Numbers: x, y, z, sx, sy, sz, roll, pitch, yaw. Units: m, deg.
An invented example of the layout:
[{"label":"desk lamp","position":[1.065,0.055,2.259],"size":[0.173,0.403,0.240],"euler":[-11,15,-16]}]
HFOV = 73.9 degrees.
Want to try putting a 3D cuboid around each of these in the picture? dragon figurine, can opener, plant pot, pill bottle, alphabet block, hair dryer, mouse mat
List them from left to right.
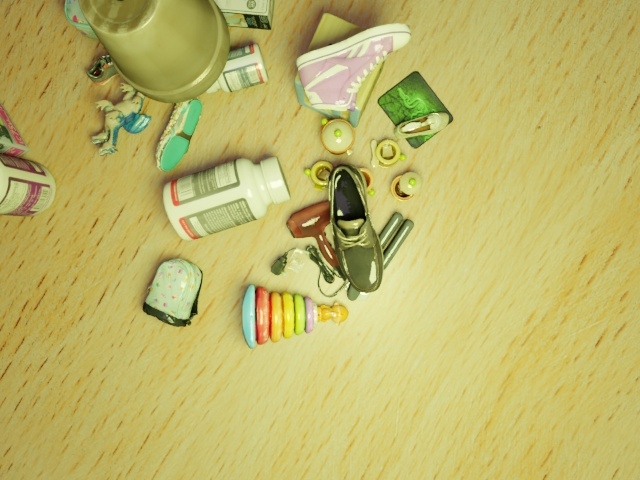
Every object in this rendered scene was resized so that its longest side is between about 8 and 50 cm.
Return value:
[{"label":"pill bottle","position":[-0.881,-0.154,1.139],"size":[0.169,0.301,0.169],"euler":[0,90,2]},{"label":"dragon figurine","position":[-0.555,-0.371,1.237],"size":[0.085,0.144,0.289],"euler":[41,72,3]},{"label":"plant pot","position":[-0.414,-0.534,1.035],"size":[0.323,0.280,0.323],"euler":[0,92,3]},{"label":"pill bottle","position":[-0.252,-0.126,1.183],"size":[0.318,0.176,0.176],"euler":[-18,90,2]},{"label":"pill bottle","position":[-0.249,-0.486,1.217],"size":[0.180,0.108,0.108],"euler":[-15,90,2]},{"label":"hair dryer","position":[0.000,0.000,1.242],"size":[0.223,0.080,0.294],"euler":[21,97,-14]},{"label":"alphabet block","position":[0.057,-0.455,1.168],"size":[0.193,0.192,0.197],"euler":[24,90,0]},{"label":"can opener","position":[0.167,0.053,1.210],"size":[0.076,0.095,0.283],"euler":[33,98,1]},{"label":"mouse mat","position":[0.279,-0.385,1.252],"size":[0.152,0.007,0.190],"euler":[-38,90,1]}]

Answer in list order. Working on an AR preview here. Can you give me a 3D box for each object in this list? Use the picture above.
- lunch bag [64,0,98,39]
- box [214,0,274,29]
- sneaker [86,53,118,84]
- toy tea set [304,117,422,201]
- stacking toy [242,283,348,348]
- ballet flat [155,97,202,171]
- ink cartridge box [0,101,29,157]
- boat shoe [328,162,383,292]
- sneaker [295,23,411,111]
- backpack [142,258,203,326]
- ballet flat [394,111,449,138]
[{"label":"lunch bag","position":[-0.595,-0.725,1.227],"size":[0.224,0.108,0.279],"euler":[10,90,2]},{"label":"box","position":[-0.280,-0.722,1.228],"size":[0.289,0.087,0.169],"euler":[5,90,1]},{"label":"sneaker","position":[-0.616,-0.518,1.249],"size":[0.158,0.065,0.061],"euler":[-41,89,2]},{"label":"toy tea set","position":[0.129,-0.219,1.197],"size":[0.336,0.124,0.200],"euler":[12,90,2]},{"label":"stacking toy","position":[-0.068,0.209,1.204],"size":[0.301,0.166,0.175],"euler":[-1,78,-10]},{"label":"ballet flat","position":[-0.421,-0.315,1.247],"size":[0.077,0.091,0.241],"euler":[25,86,32]},{"label":"ink cartridge box","position":[-0.949,-0.338,1.136],"size":[0.065,0.311,0.186],"euler":[-31,90,3]},{"label":"boat shoe","position":[0.078,-0.031,1.122],"size":[0.132,0.130,0.356],"euler":[-15,87,15]},{"label":"sneaker","position":[0.096,-0.404,1.031],"size":[0.282,0.102,0.161],"euler":[-17,93,12]},{"label":"backpack","position":[-0.416,0.143,1.220],"size":[0.151,0.115,0.182],"euler":[22,88,4]},{"label":"ballet flat","position":[0.295,-0.330,1.222],"size":[0.168,0.052,0.057],"euler":[-19,89,1]}]
